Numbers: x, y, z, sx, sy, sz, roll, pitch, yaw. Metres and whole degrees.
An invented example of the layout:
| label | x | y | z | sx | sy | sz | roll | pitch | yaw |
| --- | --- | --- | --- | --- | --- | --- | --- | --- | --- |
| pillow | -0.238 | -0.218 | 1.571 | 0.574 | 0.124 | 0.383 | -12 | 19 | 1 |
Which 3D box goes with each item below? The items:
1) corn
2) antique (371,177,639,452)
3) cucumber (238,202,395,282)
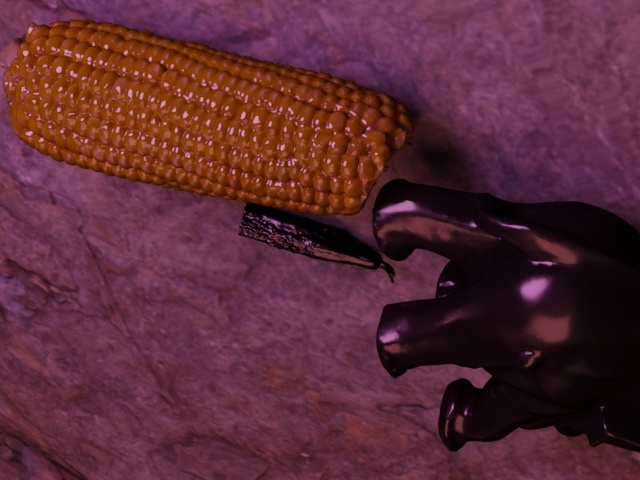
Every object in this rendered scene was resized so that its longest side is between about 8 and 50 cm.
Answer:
| label | x | y | z | sx | sy | sz | roll | pitch | yaw |
| --- | --- | --- | --- | --- | --- | --- | --- | --- | --- |
| corn | -0.110 | -0.106 | 1.280 | 0.387 | 0.144 | 0.144 | 17 | 137 | 15 |
| antique | 0.204 | 0.084 | 1.260 | 0.255 | 0.185 | 0.322 | -1 | 143 | 30 |
| cucumber | 0.000 | 0.000 | 1.402 | 0.163 | 0.043 | 0.039 | 16 | 129 | 9 |
